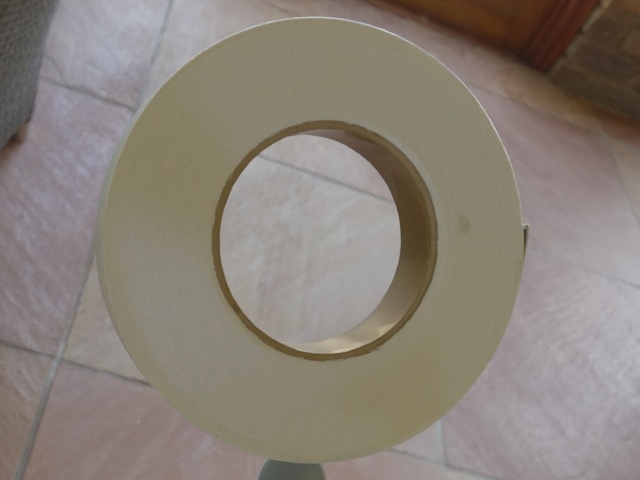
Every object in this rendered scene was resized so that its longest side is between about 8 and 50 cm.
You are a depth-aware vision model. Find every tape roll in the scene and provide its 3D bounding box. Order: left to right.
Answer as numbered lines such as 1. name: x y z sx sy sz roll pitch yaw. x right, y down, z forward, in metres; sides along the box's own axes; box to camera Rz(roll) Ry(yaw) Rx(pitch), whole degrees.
1. tape roll: 0.000 0.000 0.782 0.392 0.072 0.392 0 91 -20

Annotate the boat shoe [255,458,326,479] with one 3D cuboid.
1. boat shoe: -0.081 0.385 0.994 0.113 0.105 0.306 18 66 -6
